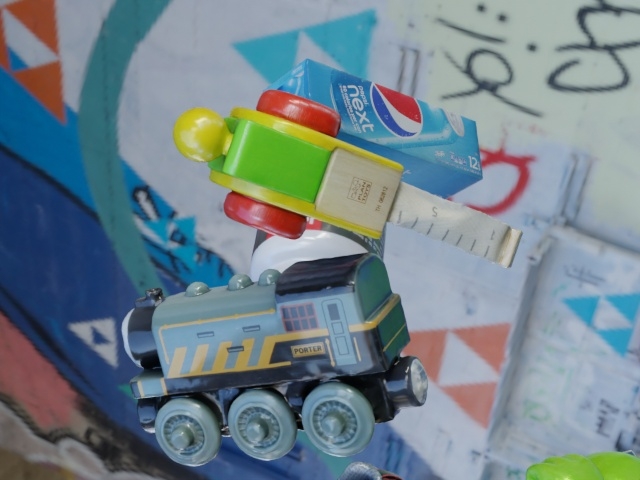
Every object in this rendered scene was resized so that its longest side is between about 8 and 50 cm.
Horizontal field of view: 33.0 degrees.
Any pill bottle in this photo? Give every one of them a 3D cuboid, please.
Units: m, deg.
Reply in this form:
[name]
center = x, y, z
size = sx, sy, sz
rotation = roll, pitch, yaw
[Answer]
[pill bottle]
center = 0.000, 0.000, 1.333
size = 0.161, 0.161, 0.283
rotation = 88, -173, -48

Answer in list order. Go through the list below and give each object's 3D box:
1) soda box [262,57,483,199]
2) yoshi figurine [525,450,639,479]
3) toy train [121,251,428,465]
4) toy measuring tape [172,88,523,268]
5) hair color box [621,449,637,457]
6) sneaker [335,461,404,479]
[soda box]
center = 0.051, -0.097, 1.004
size = 0.210, 0.071, 0.067
rotation = 14, -119, -35
[yoshi figurine]
center = 0.208, 0.266, 0.792
size = 0.362, 0.203, 0.203
rotation = -29, -28, -49
[toy train]
center = -0.056, 0.123, 1.132
size = 0.142, 0.334, 0.190
rotation = -33, -69, -64
[toy measuring tape]
center = 0.019, -0.045, 0.895
size = 0.330, 0.121, 0.121
rotation = 18, -87, -33
[hair color box]
center = 0.351, 0.411, 1.127
size = 0.347, 0.105, 0.173
rotation = -108, 6, -53
[sneaker]
center = -0.036, 0.281, 0.926
size = 0.262, 0.104, 0.125
rotation = -38, -40, -16
